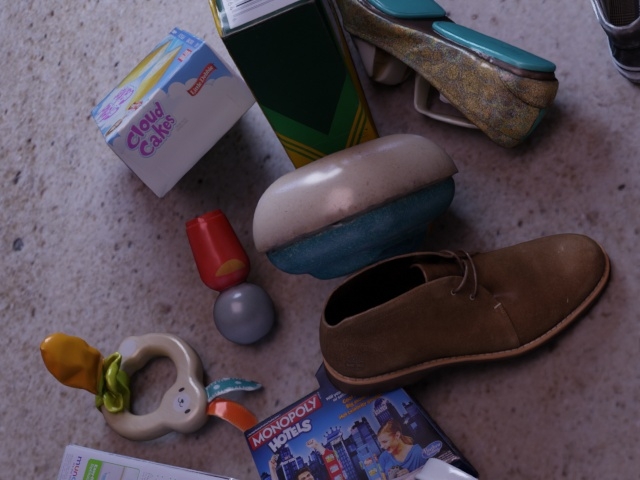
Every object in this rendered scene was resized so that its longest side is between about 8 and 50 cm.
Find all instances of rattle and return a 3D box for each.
[{"bbox_3d":[-0.174,0.144,1.519,0.200,0.142,0.130,16,55,38],"label":"rattle"}]

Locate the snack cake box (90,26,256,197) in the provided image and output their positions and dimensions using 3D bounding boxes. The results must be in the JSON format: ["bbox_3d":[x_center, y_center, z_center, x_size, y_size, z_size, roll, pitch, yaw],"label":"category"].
[{"bbox_3d":[-0.171,-0.151,1.610,0.152,0.089,0.264,-44,17,-1],"label":"snack cake box"}]

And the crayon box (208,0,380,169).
[{"bbox_3d":[-0.050,-0.278,1.556,0.106,0.313,0.363,-21,58,7],"label":"crayon box"}]

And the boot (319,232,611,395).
[{"bbox_3d":[0.143,0.053,1.390,0.305,0.115,0.112,-21,49,-7],"label":"boot"}]

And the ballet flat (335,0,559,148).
[{"bbox_3d":[0.112,-0.206,1.578,0.123,0.123,0.348,-50,53,-4],"label":"ballet flat"}]

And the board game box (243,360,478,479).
[{"bbox_3d":[0.030,0.194,1.437,0.194,0.060,0.194,-31,55,10],"label":"board game box"}]

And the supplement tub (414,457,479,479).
[{"bbox_3d":[0.095,0.349,1.245,0.191,0.191,0.272,27,79,34],"label":"supplement tub"}]

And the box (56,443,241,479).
[{"bbox_3d":[-0.164,0.348,1.375,0.231,0.127,0.262,3,74,37],"label":"box"}]

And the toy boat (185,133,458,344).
[{"bbox_3d":[0.000,0.000,1.479,0.318,0.267,0.148,-23,90,33],"label":"toy boat"}]

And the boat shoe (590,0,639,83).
[{"bbox_3d":[0.338,-0.333,1.515,0.121,0.119,0.335,-13,61,20],"label":"boat shoe"}]
